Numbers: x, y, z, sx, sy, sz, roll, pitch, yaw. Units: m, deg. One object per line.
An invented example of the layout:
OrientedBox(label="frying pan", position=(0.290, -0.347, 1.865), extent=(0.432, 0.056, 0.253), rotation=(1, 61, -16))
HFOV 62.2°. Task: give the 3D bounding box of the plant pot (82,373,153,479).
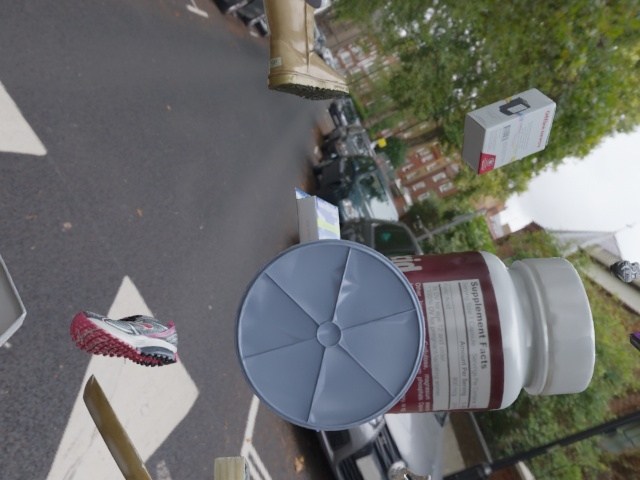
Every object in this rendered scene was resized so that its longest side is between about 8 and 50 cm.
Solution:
OrientedBox(label="plant pot", position=(-0.313, 0.319, 0.831), extent=(0.236, 0.032, 0.236), rotation=(42, -32, 34))

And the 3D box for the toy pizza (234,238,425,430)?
OrientedBox(label="toy pizza", position=(0.009, 0.099, 0.567), extent=(0.032, 0.201, 0.201), rotation=(77, -11, -87))

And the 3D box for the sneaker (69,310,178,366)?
OrientedBox(label="sneaker", position=(-0.474, 0.228, 1.296), extent=(0.299, 0.121, 0.111), rotation=(40, 39, -53))

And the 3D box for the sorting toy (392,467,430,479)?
OrientedBox(label="sorting toy", position=(0.115, 0.344, 0.710), extent=(0.045, 0.083, 0.075), rotation=(46, 60, -24))

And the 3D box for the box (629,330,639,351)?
OrientedBox(label="box", position=(0.787, 0.225, 1.157), extent=(0.116, 0.162, 0.029), rotation=(-106, 178, -61))

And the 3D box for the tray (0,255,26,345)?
OrientedBox(label="tray", position=(-0.537, 0.097, 0.828), extent=(0.270, 0.145, 0.030), rotation=(36, -10, 40))

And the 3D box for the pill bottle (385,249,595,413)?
OrientedBox(label="pill bottle", position=(0.153, 0.130, 0.761), extent=(0.224, 0.393, 0.223), rotation=(-4, 90, -84))

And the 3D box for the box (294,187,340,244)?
OrientedBox(label="box", position=(0.000, 0.000, 0.936), extent=(0.109, 0.043, 0.178), rotation=(19, 64, -65))

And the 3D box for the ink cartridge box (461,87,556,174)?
OrientedBox(label="ink cartridge box", position=(0.405, -0.236, 1.152), extent=(0.127, 0.175, 0.072), rotation=(80, -16, -48))

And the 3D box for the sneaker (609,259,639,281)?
OrientedBox(label="sneaker", position=(0.555, 0.056, 0.981), extent=(0.109, 0.044, 0.040), rotation=(7, 87, -46))

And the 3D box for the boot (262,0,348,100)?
OrientedBox(label="boot", position=(-0.026, -0.425, 1.043), extent=(0.236, 0.089, 0.269), rotation=(-9, 96, -58))

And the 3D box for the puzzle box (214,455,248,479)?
OrientedBox(label="puzzle box", position=(-0.143, 0.584, 0.880), extent=(0.272, 0.052, 0.408), rotation=(104, -17, -64))

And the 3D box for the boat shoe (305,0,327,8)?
OrientedBox(label="boat shoe", position=(-0.016, -0.313, 0.610), extent=(0.100, 0.035, 0.035), rotation=(55, -27, 8))
